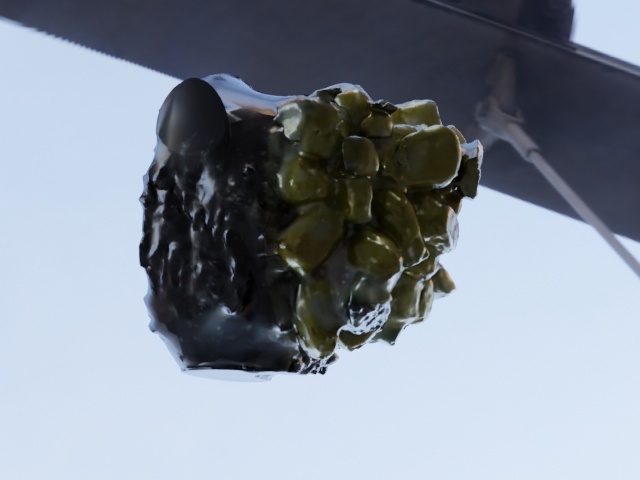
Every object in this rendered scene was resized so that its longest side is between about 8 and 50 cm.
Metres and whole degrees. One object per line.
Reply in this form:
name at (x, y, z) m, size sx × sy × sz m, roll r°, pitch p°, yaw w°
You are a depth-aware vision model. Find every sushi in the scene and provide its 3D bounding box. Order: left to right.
sushi at (0.000, 0.000, 1.303) m, size 0.285 × 0.328 × 0.329 m, roll 9°, pitch -98°, yaw 26°
